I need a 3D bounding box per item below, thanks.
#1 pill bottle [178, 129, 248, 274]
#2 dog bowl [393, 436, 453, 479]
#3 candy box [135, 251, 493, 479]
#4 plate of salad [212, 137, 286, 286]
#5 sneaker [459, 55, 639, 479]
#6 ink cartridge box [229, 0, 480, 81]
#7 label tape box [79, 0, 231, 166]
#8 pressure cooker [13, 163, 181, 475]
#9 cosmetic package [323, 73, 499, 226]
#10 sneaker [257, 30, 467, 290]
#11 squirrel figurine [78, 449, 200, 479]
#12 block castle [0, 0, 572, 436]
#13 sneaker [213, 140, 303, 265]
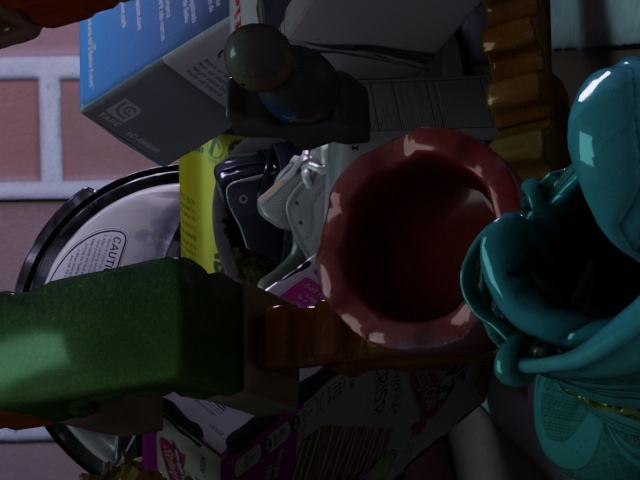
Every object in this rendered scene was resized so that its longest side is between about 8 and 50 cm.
[{"bbox_3d":[-0.032,0.005,1.516,0.188,0.188,0.334,-107,16,-73],"label":"pill bottle"},{"bbox_3d":[0.014,0.288,1.278,0.408,0.150,0.408,178,90,-85],"label":"dog bowl"},{"bbox_3d":[0.005,0.087,0.951,0.071,0.233,0.159,35,144,27],"label":"candy box"},{"bbox_3d":[0.000,0.000,1.339,0.048,0.200,0.199,-27,58,44],"label":"plate of salad"},{"bbox_3d":[0.094,0.010,0.496,0.275,0.110,0.107,99,168,-68],"label":"sneaker"},{"bbox_3d":[0.024,-0.194,0.996,0.237,0.100,0.172,134,137,-61],"label":"ink cartridge box"},{"bbox_3d":[-0.035,-0.248,1.349,0.115,0.348,0.249,37,-143,-44],"label":"label tape box"},{"bbox_3d":[-0.141,0.094,1.841,0.369,0.376,0.420,64,175,-2],"label":"pressure cooker"},{"bbox_3d":[0.051,0.006,1.066,0.060,0.099,0.239,-96,6,-46],"label":"cosmetic package"},{"bbox_3d":[0.023,-0.046,1.143,0.099,0.121,0.262,-102,22,-65],"label":"sneaker"},{"bbox_3d":[-0.040,0.273,0.710,0.397,0.281,0.370,41,138,29],"label":"squirrel figurine"},{"bbox_3d":[-0.107,-0.065,0.770,0.213,0.453,0.303,26,-122,-57],"label":"block castle"},{"bbox_3d":[0.004,-0.083,1.229,0.086,0.163,0.226,-100,12,-71],"label":"sneaker"}]
